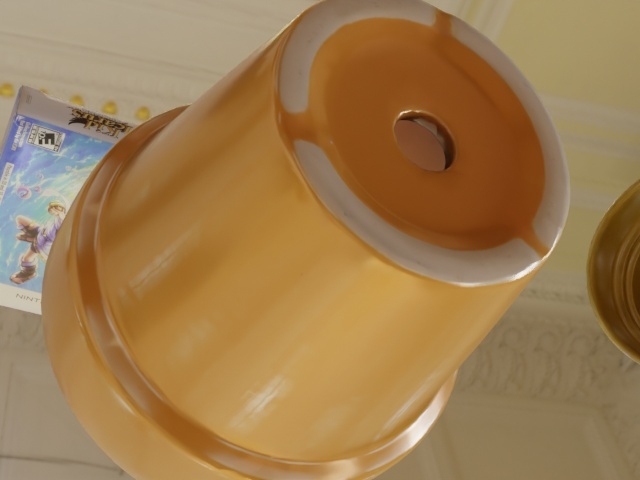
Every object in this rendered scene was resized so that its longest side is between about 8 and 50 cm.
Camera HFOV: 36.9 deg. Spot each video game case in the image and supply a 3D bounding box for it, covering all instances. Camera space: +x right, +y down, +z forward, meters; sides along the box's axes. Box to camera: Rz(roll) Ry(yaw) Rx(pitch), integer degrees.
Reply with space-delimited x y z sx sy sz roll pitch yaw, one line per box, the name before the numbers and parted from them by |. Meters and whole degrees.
video game case | -0.260 -0.018 1.098 0.244 0.269 0.061 16 -144 -22

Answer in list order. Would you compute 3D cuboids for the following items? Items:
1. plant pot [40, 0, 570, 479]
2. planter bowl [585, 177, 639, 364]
plant pot | 0.000 0.000 0.422 0.205 0.188 0.205 13 -121 -22
planter bowl | 0.356 0.036 0.855 0.090 0.217 0.217 41 -166 -50
